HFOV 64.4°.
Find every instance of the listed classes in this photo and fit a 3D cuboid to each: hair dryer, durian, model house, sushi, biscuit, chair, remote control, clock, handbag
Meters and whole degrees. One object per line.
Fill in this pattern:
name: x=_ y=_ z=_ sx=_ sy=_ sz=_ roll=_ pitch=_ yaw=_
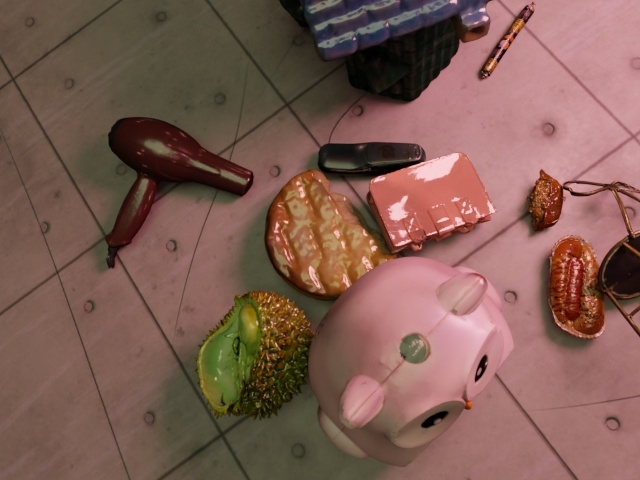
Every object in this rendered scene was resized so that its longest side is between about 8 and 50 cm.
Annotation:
hair dryer: x=-0.343 y=-0.071 z=1.088 sx=0.312 sy=0.123 sz=0.340 roll=26 pitch=94 yaw=3
durian: x=-0.110 y=0.209 z=0.928 sx=0.237 sy=0.176 sz=0.200 roll=-61 pitch=31 yaw=7
model house: x=0.098 y=-0.450 z=0.902 sx=0.395 sy=0.445 sz=0.400 roll=-21 pitch=76 yaw=3
sushi: x=0.426 y=-0.076 z=0.969 sx=0.060 sy=0.061 sz=0.118 roll=8 pitch=73 yaw=-14
biscuit: x=0.000 y=0.000 z=1.007 sx=0.213 sy=0.091 sz=0.274 roll=-35 pitch=77 yaw=-2
chair: x=0.548 y=0.031 z=0.867 sx=0.160 sy=0.325 sz=0.170 roll=-4 pitch=121 yaw=-8
remote control: x=0.105 y=-0.170 z=1.045 sx=0.222 sy=0.042 sz=0.072 roll=0 pitch=63 yaw=7
clock: x=0.129 y=0.172 z=0.805 sx=0.368 sy=0.376 sz=0.250 roll=-45 pitch=71 yaw=-6
handbag: x=0.208 y=-0.071 z=0.973 sx=0.212 sy=0.059 sz=0.157 roll=-19 pitch=69 yaw=-9

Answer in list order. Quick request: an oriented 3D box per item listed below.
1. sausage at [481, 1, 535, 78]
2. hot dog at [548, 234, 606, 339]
sausage: x=0.394 y=-0.421 z=1.065 sx=0.028 sy=0.025 sz=0.198 roll=35 pitch=86 yaw=17
hot dog: x=0.469 y=0.084 z=0.932 sx=0.099 sy=0.053 sz=0.192 roll=1 pitch=80 yaw=1
